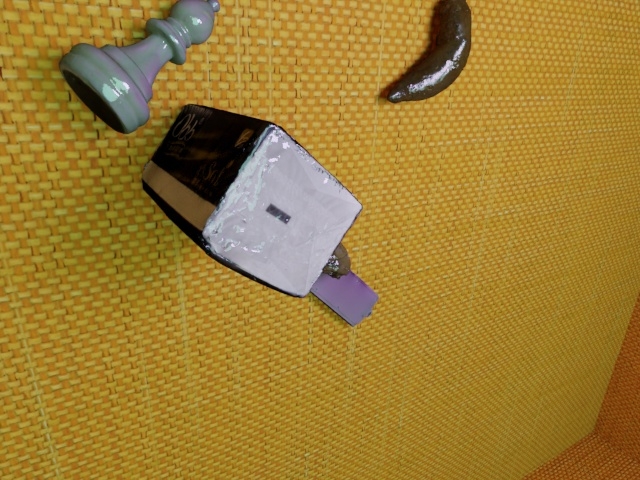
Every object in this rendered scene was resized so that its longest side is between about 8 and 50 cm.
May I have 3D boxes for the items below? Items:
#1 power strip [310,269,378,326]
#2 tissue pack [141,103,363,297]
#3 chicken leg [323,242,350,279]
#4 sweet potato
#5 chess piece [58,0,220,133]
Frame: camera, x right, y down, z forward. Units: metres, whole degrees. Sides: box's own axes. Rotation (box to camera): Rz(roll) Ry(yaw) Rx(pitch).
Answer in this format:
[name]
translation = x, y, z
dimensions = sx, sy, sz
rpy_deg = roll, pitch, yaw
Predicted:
[power strip]
translation = 0.044, 0.116, 1.124
dimensions = 0.109, 0.037, 0.279
rpy_deg = -51, 127, -6
[tissue pack]
translation = -0.133, -0.076, 0.720
dimensions = 0.210, 0.370, 0.198
rpy_deg = 40, 85, -38
[chicken leg]
translation = 0.001, 0.000, 0.999
dimensions = 0.085, 0.069, 0.198
rpy_deg = -34, 98, -27
[sweet potato]
translation = 0.270, -0.414, 1.012
dimensions = 0.124, 0.098, 0.310
rpy_deg = 31, 93, -17
[chess piece]
translation = -0.257, -0.302, 0.714
dimensions = 0.272, 0.139, 0.139
rpy_deg = -50, 128, -20
